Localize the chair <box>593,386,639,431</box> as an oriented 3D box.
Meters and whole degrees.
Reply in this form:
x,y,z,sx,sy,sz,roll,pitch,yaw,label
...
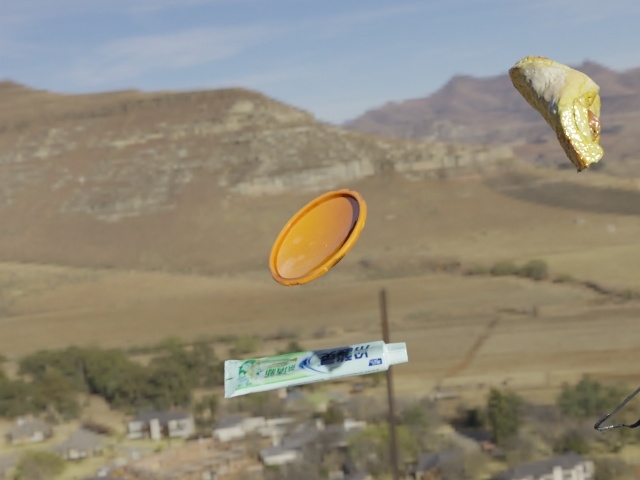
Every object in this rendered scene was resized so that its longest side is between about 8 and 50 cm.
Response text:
x,y,z,sx,sy,sz,roll,pitch,yaw,label
0.488,0.209,1.471,0.140,0.221,0.145,46,21,30,chair

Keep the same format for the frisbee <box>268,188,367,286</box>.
x,y,z,sx,sy,sz,roll,pitch,yaw,label
0.000,0.000,1.818,0.192,0.035,0.192,-30,33,22,frisbee

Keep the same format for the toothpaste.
x,y,z,sx,sy,sz,roll,pitch,yaw,label
-0.009,0.200,1.841,0.296,0.048,0.075,-9,47,3,toothpaste

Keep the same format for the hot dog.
x,y,z,sx,sy,sz,roll,pitch,yaw,label
0.242,-0.135,1.121,0.061,0.169,0.078,-28,-41,3,hot dog
